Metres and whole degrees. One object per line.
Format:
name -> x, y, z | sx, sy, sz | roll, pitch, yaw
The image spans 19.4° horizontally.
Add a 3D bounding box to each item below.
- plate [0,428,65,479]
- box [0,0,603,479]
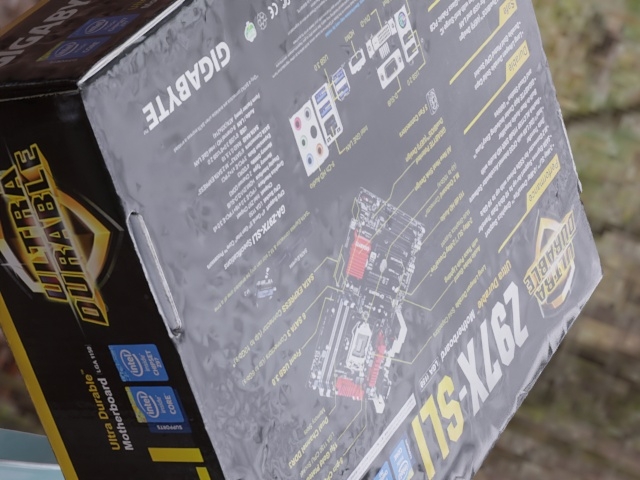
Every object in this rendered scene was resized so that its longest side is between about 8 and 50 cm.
plate -> -0.199, 0.118, 1.017 | 0.188, 0.188, 0.024 | 19, 78, -81
box -> 0.002, -0.015, 0.747 | 0.322, 0.079, 0.257 | -49, 130, -48
